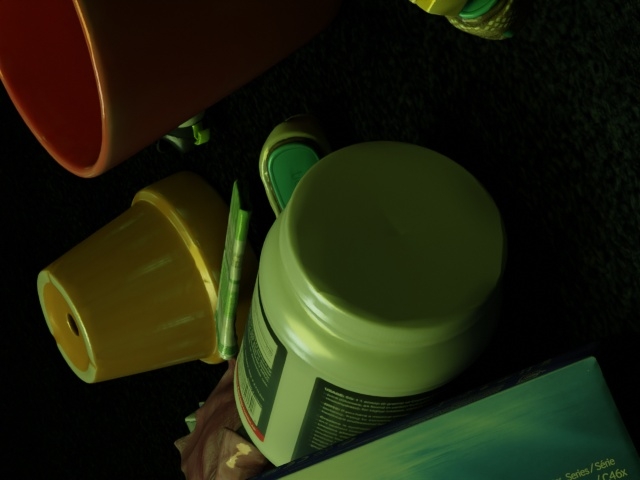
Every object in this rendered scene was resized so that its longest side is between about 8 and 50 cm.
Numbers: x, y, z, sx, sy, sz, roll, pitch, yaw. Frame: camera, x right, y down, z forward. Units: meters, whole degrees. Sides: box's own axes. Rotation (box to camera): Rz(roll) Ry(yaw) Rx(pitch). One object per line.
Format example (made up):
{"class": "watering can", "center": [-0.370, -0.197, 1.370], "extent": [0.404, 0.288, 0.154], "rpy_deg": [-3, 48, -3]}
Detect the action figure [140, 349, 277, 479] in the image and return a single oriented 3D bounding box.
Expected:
{"class": "action figure", "center": [-0.072, 0.240, 1.720], "extent": [0.248, 0.276, 0.370], "rpy_deg": [61, -176, -16]}

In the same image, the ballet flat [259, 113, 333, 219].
{"class": "ballet flat", "center": [0.000, 0.000, 1.651], "extent": [0.086, 0.086, 0.248], "rpy_deg": [30, 137, 53]}

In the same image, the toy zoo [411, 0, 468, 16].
{"class": "toy zoo", "center": [0.056, -0.274, 1.195], "extent": [0.293, 0.030, 0.192], "rpy_deg": [44, 121, 41]}

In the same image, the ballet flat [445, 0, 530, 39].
{"class": "ballet flat", "center": [0.085, -0.215, 1.242], "extent": [0.067, 0.073, 0.206], "rpy_deg": [30, -143, -58]}

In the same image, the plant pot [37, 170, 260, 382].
{"class": "plant pot", "center": [-0.184, 0.055, 1.936], "extent": [0.205, 0.188, 0.205], "rpy_deg": [47, 151, 36]}

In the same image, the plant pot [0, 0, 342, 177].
{"class": "plant pot", "center": [-0.132, -0.218, 1.487], "extent": [0.275, 0.243, 0.275], "rpy_deg": [46, 150, 36]}

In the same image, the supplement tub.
{"class": "supplement tub", "center": [0.037, 0.065, 1.470], "extent": [0.191, 0.191, 0.272], "rpy_deg": [55, 155, 22]}

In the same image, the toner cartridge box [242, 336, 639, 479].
{"class": "toner cartridge box", "center": [0.084, 0.213, 1.370], "extent": [0.165, 0.348, 0.075], "rpy_deg": [66, -161, 0]}

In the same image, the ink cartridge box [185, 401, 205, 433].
{"class": "ink cartridge box", "center": [-0.048, 0.322, 2.066], "extent": [0.303, 0.072, 0.307], "rpy_deg": [66, 155, -3]}

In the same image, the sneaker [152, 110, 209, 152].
{"class": "sneaker", "center": [-0.184, -0.133, 1.884], "extent": [0.235, 0.084, 0.097], "rpy_deg": [20, 131, 59]}

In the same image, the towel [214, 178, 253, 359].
{"class": "towel", "center": [-0.081, 0.027, 1.796], "extent": [0.113, 0.023, 0.152], "rpy_deg": [-108, 25, -70]}
